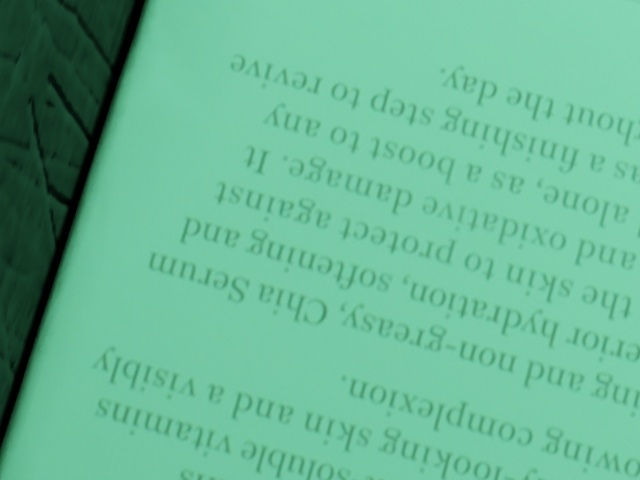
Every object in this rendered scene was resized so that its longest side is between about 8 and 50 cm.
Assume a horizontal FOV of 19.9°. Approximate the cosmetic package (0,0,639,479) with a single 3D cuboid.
[{"bbox_3d":[0.038,0.054,0.541,0.161,0.230,0.453,91,16,-79],"label":"cosmetic package"}]
